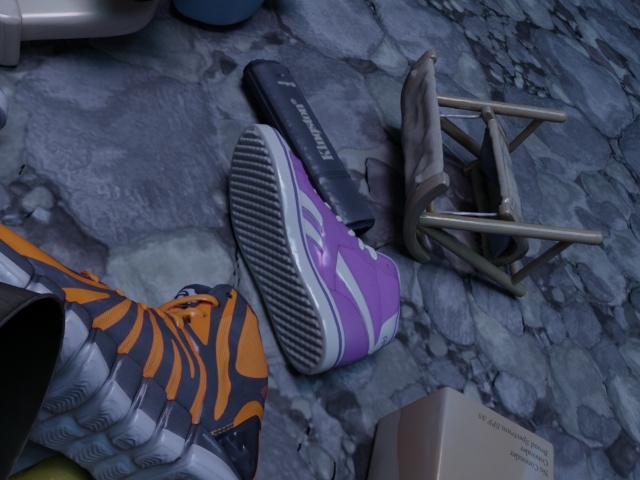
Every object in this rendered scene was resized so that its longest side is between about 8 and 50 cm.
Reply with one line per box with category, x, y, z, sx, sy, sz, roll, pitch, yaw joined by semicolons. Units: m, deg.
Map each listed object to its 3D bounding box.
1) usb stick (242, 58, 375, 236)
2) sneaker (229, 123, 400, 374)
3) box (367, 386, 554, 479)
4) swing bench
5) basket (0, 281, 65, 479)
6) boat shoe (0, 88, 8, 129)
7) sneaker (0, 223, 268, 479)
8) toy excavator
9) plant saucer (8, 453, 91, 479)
usb stick;-0.018;-0.122;0.782;0.077;0.045;0.278;-14;68;-39
sneaker;-0.001;0.001;0.681;0.161;0.102;0.282;-9;76;-41
box;0.110;0.308;0.517;0.148;0.121;0.311;30;48;-14
swing bench;0.217;-0.092;0.844;0.254;0.165;0.253;18;52;-16
basket;-0.281;0.071;0.299;0.227;0.204;0.154;25;12;-2
boat shoe;-0.408;-0.164;0.516;0.258;0.095;0.084;14;57;-27
sneaker;-0.161;0.074;0.480;0.321;0.124;0.180;54;27;-25
toy excavator;-0.188;-0.375;0.752;0.433;0.222;0.445;13;62;-25
plant saucer;-0.219;0.327;0.314;0.333;0.081;0.333;-19;72;-41
